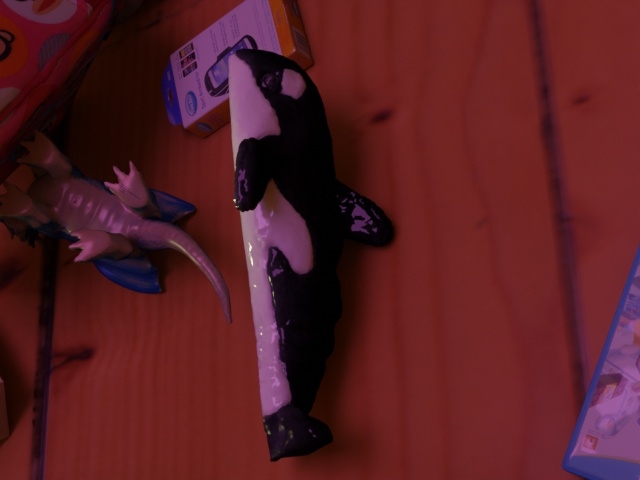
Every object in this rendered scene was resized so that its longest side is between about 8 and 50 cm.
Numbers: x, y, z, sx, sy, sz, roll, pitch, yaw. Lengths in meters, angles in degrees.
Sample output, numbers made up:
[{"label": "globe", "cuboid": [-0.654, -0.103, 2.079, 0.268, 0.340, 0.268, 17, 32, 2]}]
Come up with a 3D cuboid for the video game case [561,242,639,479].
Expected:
[{"label": "video game case", "cuboid": [0.214, 0.069, 0.654, 0.119, 0.015, 0.166, 16, 82, 41]}]

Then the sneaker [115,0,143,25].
[{"label": "sneaker", "cuboid": [-0.140, -0.329, 1.026, 0.321, 0.124, 0.180, -21, 61, 30]}]

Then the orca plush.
[{"label": "orca plush", "cuboid": [0.000, 0.000, 0.797, 0.102, 0.151, 0.287, -7, 60, 2]}]

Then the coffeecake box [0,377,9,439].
[{"label": "coffeecake box", "cuboid": [-0.371, 0.113, 1.005, 0.185, 0.142, 0.068, 42, 139, 41]}]

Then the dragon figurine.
[{"label": "dragon figurine", "cuboid": [-0.159, -0.011, 0.933, 0.289, 0.144, 0.085, 19, 82, 22]}]

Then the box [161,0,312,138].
[{"label": "box", "cuboid": [-0.073, -0.144, 0.961, 0.136, 0.028, 0.081, -32, 55, 27]}]

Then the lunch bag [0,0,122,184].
[{"label": "lunch bag", "cuboid": [-0.301, -0.099, 0.960, 0.258, 0.120, 0.293, -43, 11, 50]}]
